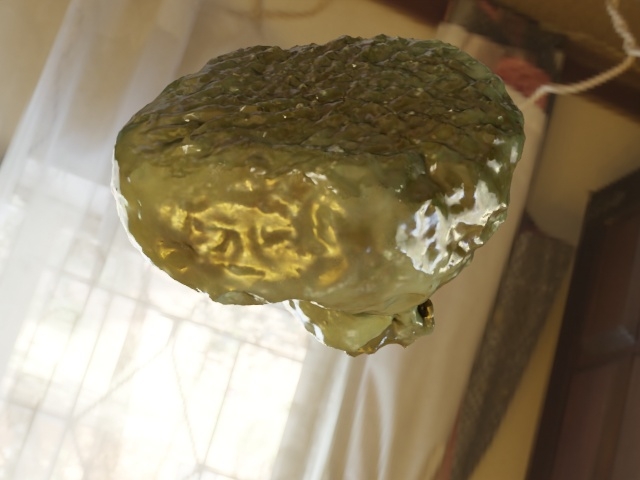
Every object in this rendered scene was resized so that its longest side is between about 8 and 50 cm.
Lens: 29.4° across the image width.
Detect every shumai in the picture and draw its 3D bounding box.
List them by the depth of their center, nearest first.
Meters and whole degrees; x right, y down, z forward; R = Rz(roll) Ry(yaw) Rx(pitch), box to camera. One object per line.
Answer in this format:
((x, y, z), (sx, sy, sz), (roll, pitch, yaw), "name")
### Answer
((0.000, 0.000, 0.764), (0.225, 0.221, 0.261), (26, -146, 34), "shumai")
